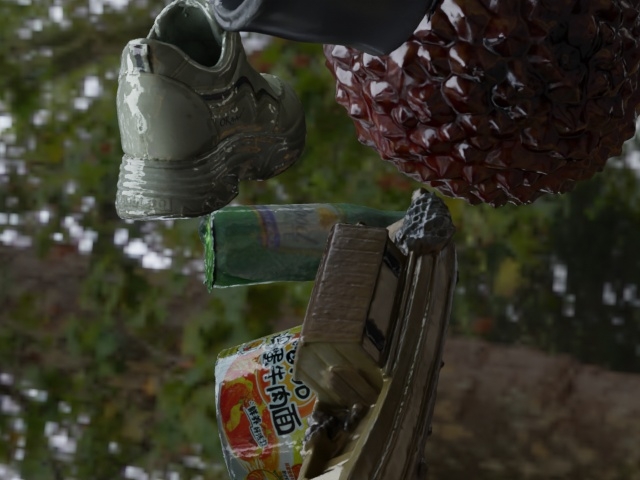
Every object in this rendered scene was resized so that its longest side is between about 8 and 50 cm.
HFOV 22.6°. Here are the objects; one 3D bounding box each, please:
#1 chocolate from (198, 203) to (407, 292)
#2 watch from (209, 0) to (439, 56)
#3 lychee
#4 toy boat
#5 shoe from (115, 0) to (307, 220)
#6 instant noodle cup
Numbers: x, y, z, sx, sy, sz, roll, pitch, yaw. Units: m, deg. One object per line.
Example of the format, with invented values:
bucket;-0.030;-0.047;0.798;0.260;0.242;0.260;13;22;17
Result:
chocolate;0.000;0.000;1.981;0.110;0.291;0.110;175;90;-78
watch;0.011;-0.339;1.405;0.335;0.314;0.326;155;118;-66
lychee;0.203;-0.275;2.043;0.500;0.425;0.424;56;-172;25
toy boat;0.050;0.101;1.602;0.162;0.136;0.445;46;-146;-25
shoe;-0.111;-0.163;1.696;0.342;0.132;0.210;-41;-48;-60
instant noodle cup;-0.010;0.217;1.999;0.264;0.200;0.264;-11;-90;-80
